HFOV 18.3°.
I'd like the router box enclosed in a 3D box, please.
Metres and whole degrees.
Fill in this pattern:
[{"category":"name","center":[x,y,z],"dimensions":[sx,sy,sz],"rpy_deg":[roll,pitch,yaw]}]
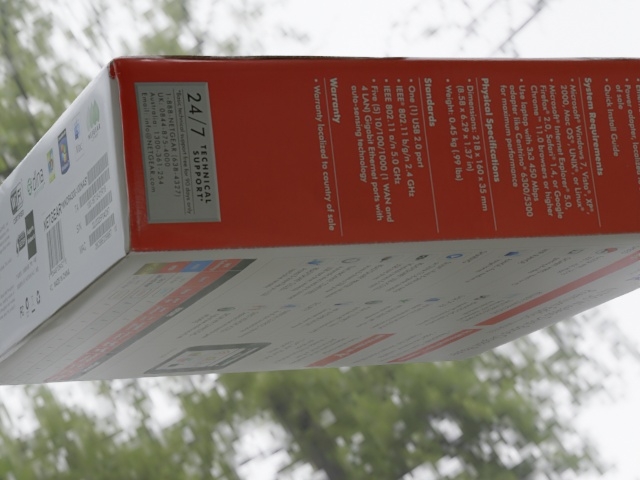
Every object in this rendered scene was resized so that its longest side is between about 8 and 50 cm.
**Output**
[{"category":"router box","center":[0.000,0.000,0.969],"dimensions":[0.301,0.082,0.335],"rpy_deg":[-2,-13,-23]}]
